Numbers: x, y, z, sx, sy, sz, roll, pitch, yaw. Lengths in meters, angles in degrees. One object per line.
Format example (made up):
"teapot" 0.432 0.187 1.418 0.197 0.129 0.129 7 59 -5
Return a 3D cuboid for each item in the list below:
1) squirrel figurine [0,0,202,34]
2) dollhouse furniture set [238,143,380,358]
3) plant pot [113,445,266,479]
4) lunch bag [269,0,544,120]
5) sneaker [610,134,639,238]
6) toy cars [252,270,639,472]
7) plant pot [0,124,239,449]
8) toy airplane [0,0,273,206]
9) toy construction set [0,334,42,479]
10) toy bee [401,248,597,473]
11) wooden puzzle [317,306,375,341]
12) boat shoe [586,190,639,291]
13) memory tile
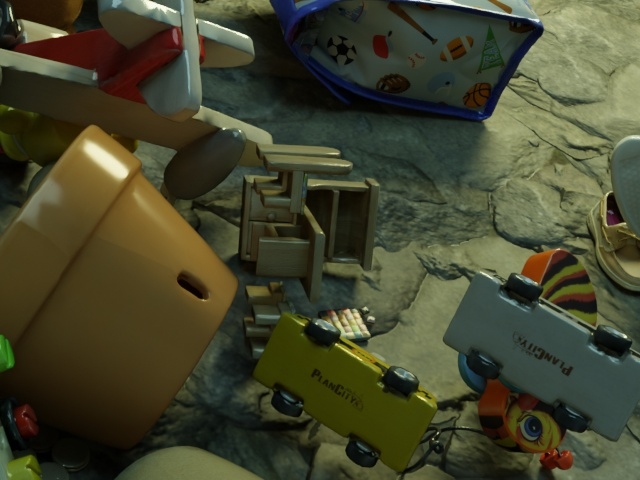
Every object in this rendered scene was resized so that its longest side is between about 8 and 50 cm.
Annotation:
"squirrel figurine" -0.354 -0.456 1.636 0.396 0.281 0.370 0 48 -17
"dollhouse furniture set" 0.000 0.000 1.270 0.161 0.212 0.242 3 14 -10
"plant pot" -0.077 0.292 0.898 0.256 0.257 0.274 -8 30 -29
"lunch bag" 0.088 -0.371 1.728 0.385 0.239 0.328 6 42 -25
"sneaker" 0.476 -0.051 1.538 0.296 0.104 0.147 45 23 -23
"toy cars" 0.127 0.126 1.109 0.393 0.177 0.087 -13 -3 22
"plant pot" -0.215 0.065 1.080 0.203 0.291 0.291 35 38 -7
"toy airplane" -0.253 -0.138 1.266 0.386 0.273 0.384 9 -5 2
"toy construction set" -0.281 0.215 0.877 0.151 0.328 0.215 -5 4 -2
"toy bee" 0.221 0.166 1.231 0.162 0.298 0.195 42 0 -13
"wooden puzzle" 0.028 0.100 1.325 0.083 0.006 0.049 -4 44 -24
"boat shoe" 0.414 -0.003 1.552 0.063 0.059 0.170 5 41 -16
"memory tile" -0.295 0.220 1.055 0.113 0.012 0.148 26 39 9
